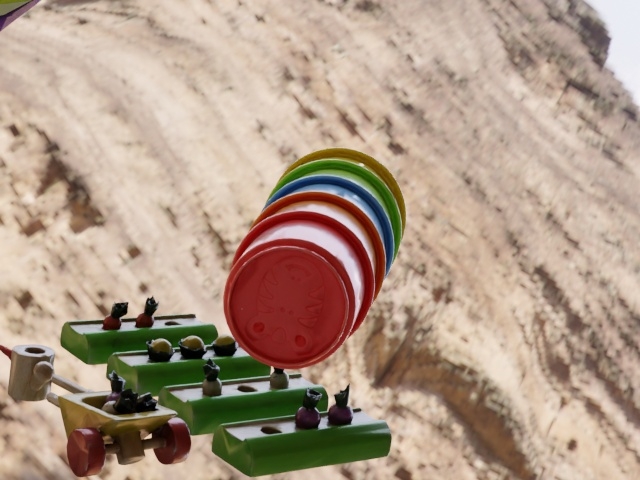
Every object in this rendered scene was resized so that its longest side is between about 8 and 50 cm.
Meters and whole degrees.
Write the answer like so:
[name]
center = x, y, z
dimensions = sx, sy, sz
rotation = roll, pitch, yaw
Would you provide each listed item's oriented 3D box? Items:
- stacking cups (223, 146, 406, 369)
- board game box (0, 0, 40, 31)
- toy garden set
[stacking cups]
center = 0.000, 0.000, 0.819
dimensions = 0.096, 0.316, 0.096
rotation = 0, -84, 4
[board game box]
center = -0.157, -0.137, 0.399
dimensions = 0.056, 0.208, 0.347
rotation = 48, -17, 15
[toy garden set]
center = -0.105, 0.083, 0.922
dimensions = 0.244, 0.203, 0.049
rotation = 23, -71, 49
